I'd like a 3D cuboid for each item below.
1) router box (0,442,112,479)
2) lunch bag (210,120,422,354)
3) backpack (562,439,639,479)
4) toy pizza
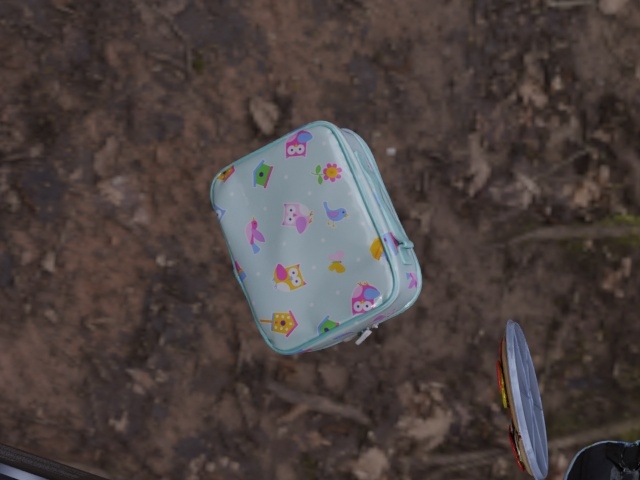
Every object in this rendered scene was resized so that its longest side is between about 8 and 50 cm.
[{"bbox_3d":[-0.305,0.344,1.248,0.081,0.308,0.243,13,92,-73],"label":"router box"},{"bbox_3d":[0.000,0.000,1.596,0.108,0.224,0.279,15,50,-68],"label":"lunch bag"},{"bbox_3d":[0.493,0.501,2.024,0.273,0.290,0.356,60,34,-60],"label":"backpack"},{"bbox_3d":[0.243,0.197,1.521,0.201,0.032,0.201,-12,90,-75],"label":"toy pizza"}]
